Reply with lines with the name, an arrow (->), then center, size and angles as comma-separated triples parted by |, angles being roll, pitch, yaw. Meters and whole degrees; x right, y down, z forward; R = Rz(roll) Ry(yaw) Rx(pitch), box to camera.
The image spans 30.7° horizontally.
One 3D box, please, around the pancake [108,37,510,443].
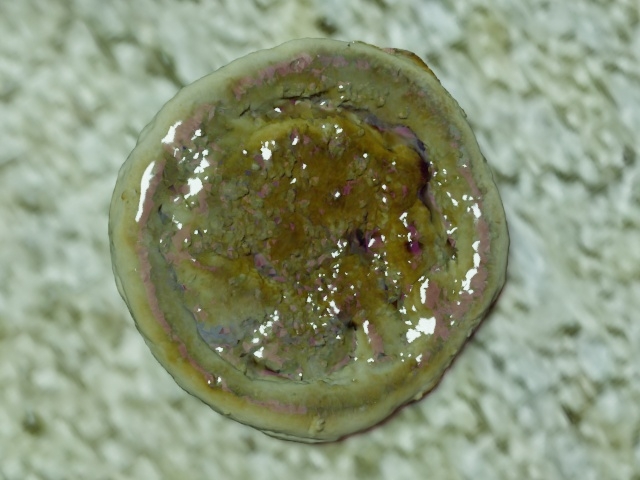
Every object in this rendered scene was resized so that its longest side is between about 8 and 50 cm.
pancake -> 0.000, 0.000, 0.389 | 0.139, 0.022, 0.139 | 1, 88, -15
